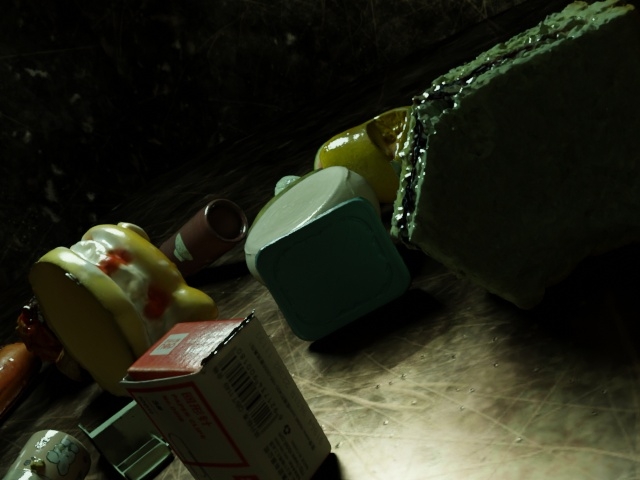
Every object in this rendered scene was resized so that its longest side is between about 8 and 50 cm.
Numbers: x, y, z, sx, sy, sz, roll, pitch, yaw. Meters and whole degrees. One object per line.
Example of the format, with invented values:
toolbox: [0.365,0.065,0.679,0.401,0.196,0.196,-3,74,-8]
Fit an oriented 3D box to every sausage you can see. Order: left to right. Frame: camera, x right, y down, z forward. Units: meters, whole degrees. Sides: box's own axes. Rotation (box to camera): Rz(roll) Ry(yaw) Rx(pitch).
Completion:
sausage: [-0.640,0.300,1.416,0.102,0.102,0.330,-25,16,16]

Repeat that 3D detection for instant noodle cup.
instant noodle cup: [0.015,0.034,0.999,0.179,0.157,0.070,-28,18,4]

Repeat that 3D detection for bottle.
bottle: [-0.357,0.320,0.910,0.099,0.099,0.152,-22,22,22]

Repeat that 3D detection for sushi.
sushi: [-0.489,0.163,1.457,0.182,0.196,0.343,-52,15,-9]

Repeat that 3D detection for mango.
mango: [0.130,-0.146,1.279,0.262,0.167,0.130,-12,29,16]

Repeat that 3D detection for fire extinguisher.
fire extinguisher: [-0.288,0.036,1.561,0.344,0.102,0.138,-34,25,46]

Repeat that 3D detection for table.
table: [-0.231,0.239,0.981,0.146,0.062,0.175,-37,15,-25]

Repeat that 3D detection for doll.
doll: [-0.048,-0.102,1.599,0.104,0.071,0.214,7,-10,-5]

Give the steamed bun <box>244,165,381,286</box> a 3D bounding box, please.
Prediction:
steamed bun: [0.000,0.000,1.146,0.232,0.145,0.232,-34,21,15]

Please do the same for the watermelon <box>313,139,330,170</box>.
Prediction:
watermelon: [0.045,-0.165,1.724,0.135,0.125,0.094,-53,41,22]

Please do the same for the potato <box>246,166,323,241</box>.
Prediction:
potato: [-0.058,-0.041,1.410,0.255,0.112,0.269,-23,23,36]

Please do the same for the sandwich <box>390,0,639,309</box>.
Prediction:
sandwich: [0.226,-0.078,0.795,0.325,0.262,0.131,-29,18,2]

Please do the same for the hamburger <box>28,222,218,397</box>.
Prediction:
hamburger: [-0.310,0.105,1.194,0.303,0.260,0.186,15,40,42]

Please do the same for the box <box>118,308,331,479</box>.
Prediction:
box: [-0.094,0.173,0.734,0.133,0.182,0.099,-10,26,41]
